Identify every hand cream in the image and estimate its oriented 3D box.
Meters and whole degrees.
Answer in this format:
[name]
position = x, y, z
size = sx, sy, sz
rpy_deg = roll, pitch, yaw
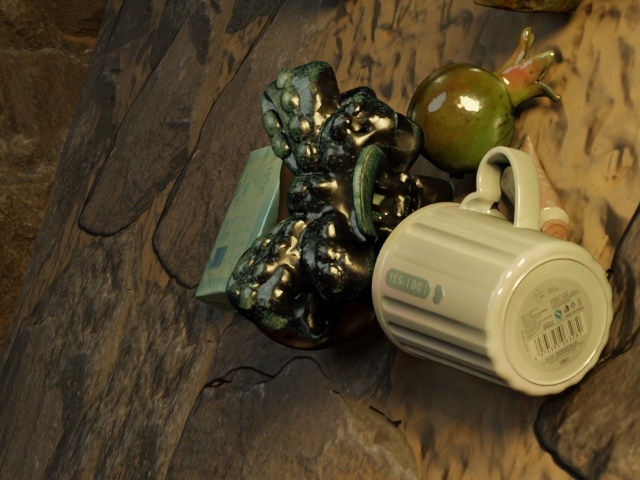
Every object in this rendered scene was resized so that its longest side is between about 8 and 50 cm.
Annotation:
[hand cream]
position = 0.232, -0.056, 1.261
size = 0.067, 0.043, 0.210
rpy_deg = -53, 21, 19

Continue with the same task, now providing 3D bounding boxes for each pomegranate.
[pomegranate]
position = 0.193, -0.159, 1.340
size = 0.191, 0.131, 0.152
rpy_deg = -35, 12, 5

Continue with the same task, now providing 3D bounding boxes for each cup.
[cup]
position = 0.163, 0.034, 1.119
size = 0.202, 0.166, 0.221
rpy_deg = 19, 128, 61

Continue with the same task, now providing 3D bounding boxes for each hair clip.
[hair clip]
position = 0.017, -0.042, 1.265
size = 0.206, 0.194, 0.310
rpy_deg = 3, 80, 34

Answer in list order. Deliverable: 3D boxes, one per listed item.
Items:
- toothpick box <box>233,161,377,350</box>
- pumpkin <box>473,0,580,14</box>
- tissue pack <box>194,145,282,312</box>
[toothpick box]
position = 0.000, 0.000, 1.490
size = 0.192, 0.192, 0.294
rpy_deg = -35, 31, 46
[pumpkin]
position = 0.267, -0.339, 1.366
size = 0.248, 0.126, 0.131
rpy_deg = -45, -44, -61
[tissue pack]
position = -0.090, -0.020, 1.788
size = 0.177, 0.089, 0.263
rpy_deg = -10, 55, 58
